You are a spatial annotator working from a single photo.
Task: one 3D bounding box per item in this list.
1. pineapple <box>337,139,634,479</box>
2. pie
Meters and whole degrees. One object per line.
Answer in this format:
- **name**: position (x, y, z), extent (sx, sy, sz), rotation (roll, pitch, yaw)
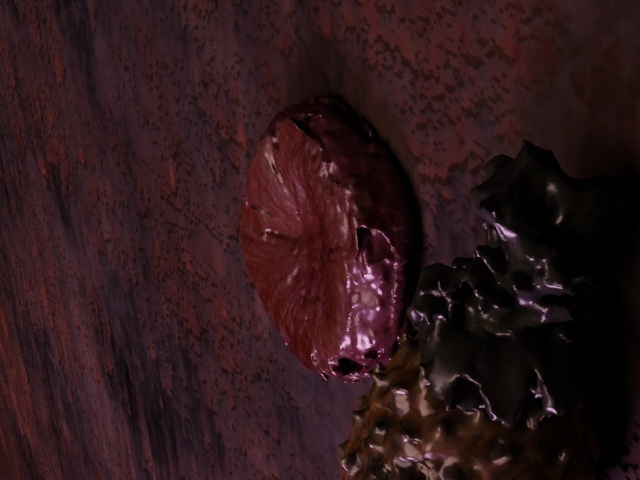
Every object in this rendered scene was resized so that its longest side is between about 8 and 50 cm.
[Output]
- **pineapple**: position (0.062, 0.053, 0.471), extent (0.108, 0.108, 0.198), rotation (49, 143, 42)
- **pie**: position (0.000, 0.000, 0.639), extent (0.153, 0.038, 0.153), rotation (43, 142, 47)
